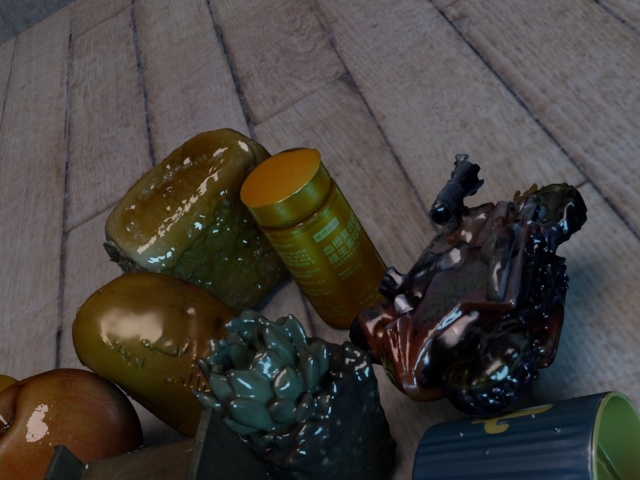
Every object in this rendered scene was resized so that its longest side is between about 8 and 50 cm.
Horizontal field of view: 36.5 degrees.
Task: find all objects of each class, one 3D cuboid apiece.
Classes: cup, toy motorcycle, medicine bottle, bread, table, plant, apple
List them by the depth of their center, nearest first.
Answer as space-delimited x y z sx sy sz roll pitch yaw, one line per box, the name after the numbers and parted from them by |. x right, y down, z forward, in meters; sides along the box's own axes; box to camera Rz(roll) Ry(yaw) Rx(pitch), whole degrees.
0.151 0.192 0.726 0.155 0.131 0.176 -13 1 36 | cup
-0.125 0.276 0.800 0.169 0.193 0.172 -17 37 22 | table
-0.017 0.149 0.870 0.132 0.194 0.129 5 49 44 | plant
0.151 0.021 0.921 0.207 0.134 0.401 -18 28 39 | toy motorcycle
-0.288 0.225 1.027 0.201 0.162 0.201 -20 37 16 | apple
0.000 0.000 1.047 0.096 0.192 0.096 -21 35 16 | medicine bottle
-0.151 -0.005 1.175 0.246 0.196 0.176 -45 40 -18 | bread

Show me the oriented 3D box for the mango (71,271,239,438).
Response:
-0.142 0.124 0.997 0.248 0.156 0.151 35 106 20 | mango

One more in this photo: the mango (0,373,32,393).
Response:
-0.458 0.269 1.162 0.317 0.119 0.176 -38 36 9 | mango
